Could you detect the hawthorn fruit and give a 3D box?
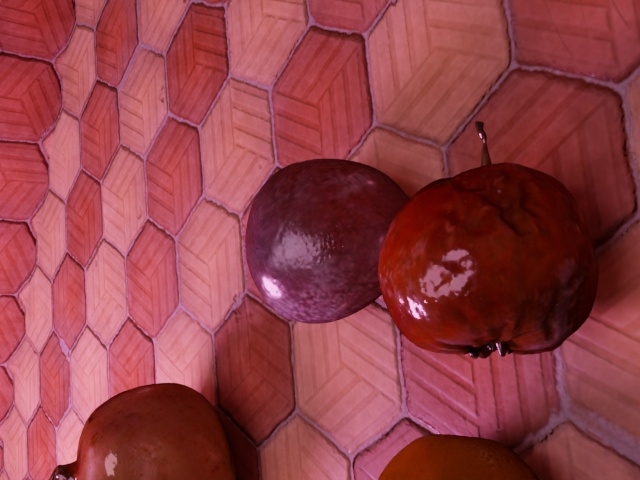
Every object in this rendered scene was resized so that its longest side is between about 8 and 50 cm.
[{"bbox_3d":[0.186,-0.004,0.795,0.242,0.242,0.271,-17,64,48],"label":"hawthorn fruit"}]

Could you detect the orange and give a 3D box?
[{"bbox_3d":[0.152,0.345,0.840,0.249,0.183,0.248,-2,87,48],"label":"orange"}]

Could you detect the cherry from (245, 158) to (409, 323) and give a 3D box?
[{"bbox_3d":[0.000,0.000,1.022,0.286,0.213,0.235,-9,93,40],"label":"cherry"}]

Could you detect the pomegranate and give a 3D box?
[{"bbox_3d":[-0.322,0.427,1.294,0.338,0.338,0.337,-4,85,50],"label":"pomegranate"}]
